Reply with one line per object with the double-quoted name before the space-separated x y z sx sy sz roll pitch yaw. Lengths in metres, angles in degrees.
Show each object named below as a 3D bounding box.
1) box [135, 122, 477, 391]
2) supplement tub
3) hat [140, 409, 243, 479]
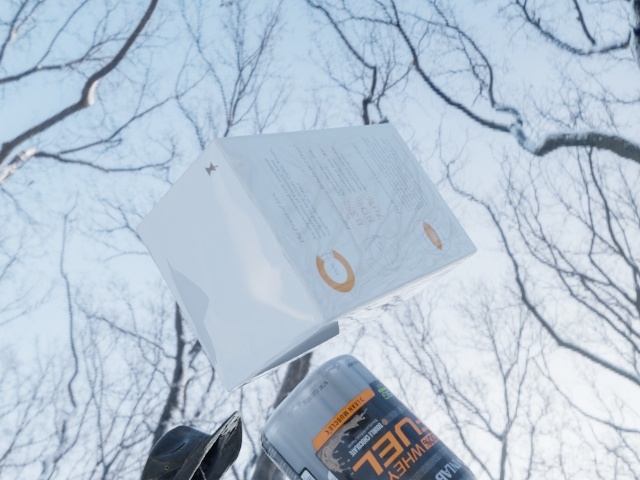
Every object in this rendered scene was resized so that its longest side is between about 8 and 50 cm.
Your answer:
"box" 0.000 0.000 0.837 0.168 0.345 0.215 -40 -104 35
"supplement tub" 0.089 0.352 1.054 0.338 0.207 0.207 42 -46 20
"hat" -0.301 0.492 1.515 0.134 0.331 0.331 25 -48 17
